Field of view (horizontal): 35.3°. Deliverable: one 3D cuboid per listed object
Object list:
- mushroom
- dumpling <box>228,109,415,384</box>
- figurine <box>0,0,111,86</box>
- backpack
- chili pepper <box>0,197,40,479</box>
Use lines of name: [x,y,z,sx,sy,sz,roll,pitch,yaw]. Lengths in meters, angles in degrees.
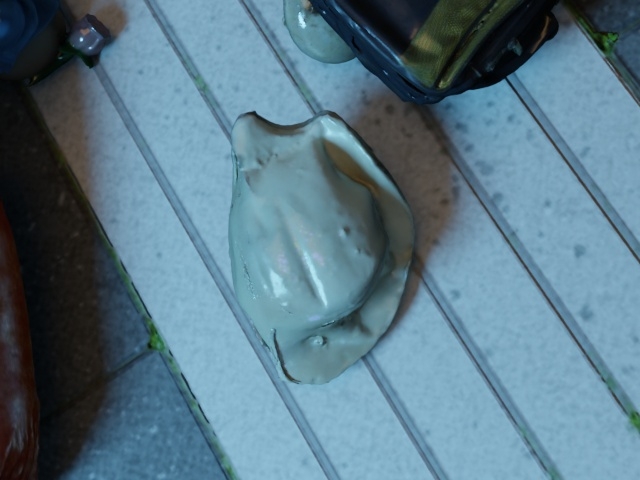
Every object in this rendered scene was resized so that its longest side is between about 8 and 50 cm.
mushroom: [-0.001,-0.174,0.762,0.079,0.085,0.085,-7,76,43]
dumpling: [0.000,0.000,0.705,0.136,0.118,0.199,-16,103,-3]
figurine: [-0.250,-0.165,0.796,0.145,0.178,0.114,35,104,-23]
backpack: [0.095,-0.221,0.694,0.206,0.133,0.258,45,80,-13]
chili pepper: [-0.339,0.075,0.712,0.229,0.251,0.305,-33,68,47]
